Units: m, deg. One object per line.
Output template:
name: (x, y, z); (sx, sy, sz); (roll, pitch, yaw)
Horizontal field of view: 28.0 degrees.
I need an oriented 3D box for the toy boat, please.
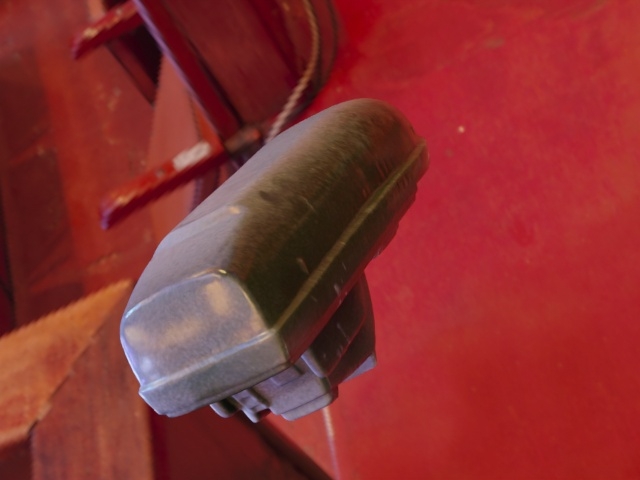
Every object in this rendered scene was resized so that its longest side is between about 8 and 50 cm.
toy boat: (0.000, 0.000, 0.524); (0.078, 0.085, 0.260); (-25, 11, 23)
